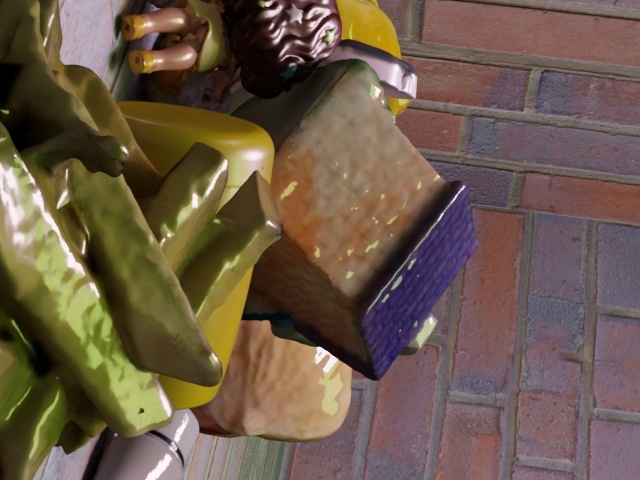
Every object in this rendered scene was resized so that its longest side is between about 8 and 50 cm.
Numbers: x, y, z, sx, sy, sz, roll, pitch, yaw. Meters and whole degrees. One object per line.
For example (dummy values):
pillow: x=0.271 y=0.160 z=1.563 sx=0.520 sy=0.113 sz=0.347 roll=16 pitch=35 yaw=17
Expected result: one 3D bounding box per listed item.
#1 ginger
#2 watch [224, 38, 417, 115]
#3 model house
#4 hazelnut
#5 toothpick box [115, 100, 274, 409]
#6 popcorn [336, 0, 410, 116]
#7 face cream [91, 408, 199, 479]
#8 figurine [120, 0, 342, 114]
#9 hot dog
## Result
ginger: x=-0.151 y=-0.005 z=1.073 sx=0.413 sy=0.211 sz=0.358 roll=-55 pitch=150 yaw=-79
watch: x=-0.020 y=-0.132 z=1.816 sx=0.231 sy=0.244 sz=0.196 roll=-71 pitch=158 yaw=-7
model house: x=0.000 y=0.000 z=1.639 sx=0.245 sy=0.280 sz=0.312 roll=-53 pitch=-161 yaw=-25
hazelnut: x=-0.080 y=0.173 z=2.019 sx=0.241 sy=0.261 sz=0.261 roll=-70 pitch=166 yaw=-67
toothpick box: x=-0.145 y=0.019 z=1.394 sx=0.175 sy=0.175 sz=0.271 roll=-62 pitch=161 yaw=-77
popcorn: x=0.001 y=-0.216 z=2.056 sx=0.297 sy=0.281 sz=0.315 roll=13 pitch=78 yaw=-41
face cream: x=-0.218 y=0.295 z=1.584 sx=0.143 sy=0.089 sz=0.314 roll=92 pitch=18 yaw=-44
figurine: x=-0.091 y=-0.210 z=1.542 sx=0.116 sy=0.240 sz=0.174 roll=-8 pitch=-85 yaw=64
hot dog: x=-0.139 y=-0.205 z=1.713 sx=0.289 sy=0.083 sz=0.068 roll=-74 pitch=-171 yaw=-61
